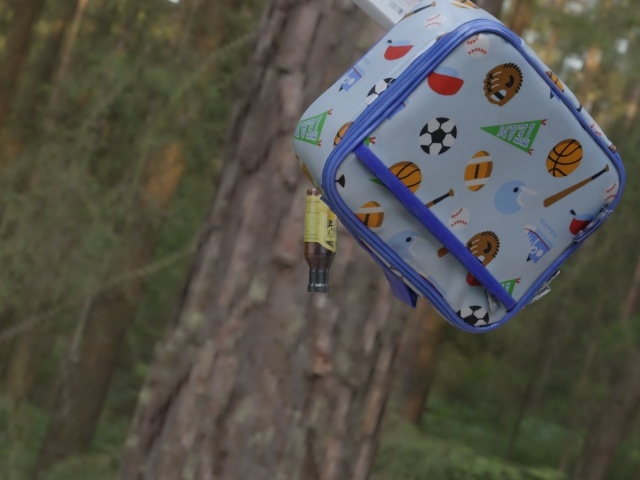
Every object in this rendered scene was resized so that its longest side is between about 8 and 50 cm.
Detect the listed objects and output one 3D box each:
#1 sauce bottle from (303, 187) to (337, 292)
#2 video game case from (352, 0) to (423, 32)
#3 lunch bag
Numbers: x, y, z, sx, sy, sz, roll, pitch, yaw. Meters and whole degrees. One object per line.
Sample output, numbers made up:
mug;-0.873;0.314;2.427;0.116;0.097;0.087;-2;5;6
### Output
sauce bottle;0.000;0.000;2.099;0.042;0.128;0.042;2;0;0
video game case;0.093;-0.372;2.335;0.227;0.206;0.026;41;-46;-7
lunch bag;0.130;-0.058;1.583;0.303;0.243;0.115;44;0;-36
